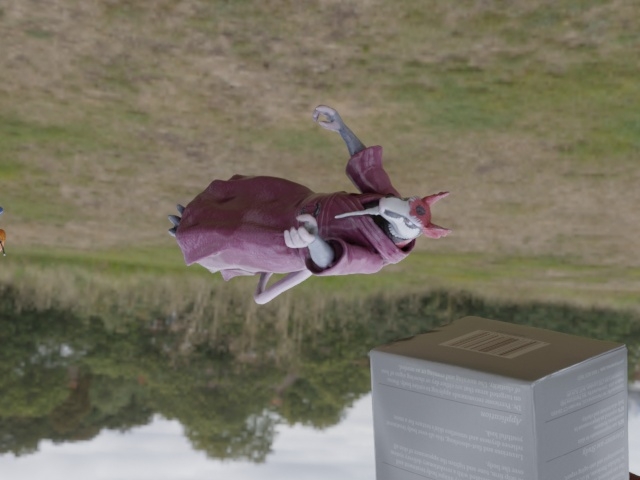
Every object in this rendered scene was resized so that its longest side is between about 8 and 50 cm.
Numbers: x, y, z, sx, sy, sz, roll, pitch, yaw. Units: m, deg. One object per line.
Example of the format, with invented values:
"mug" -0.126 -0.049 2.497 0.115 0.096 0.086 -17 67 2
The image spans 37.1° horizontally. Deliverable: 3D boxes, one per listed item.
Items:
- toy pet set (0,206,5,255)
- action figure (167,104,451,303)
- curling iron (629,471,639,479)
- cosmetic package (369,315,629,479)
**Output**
"toy pet set" -0.254 0.009 0.627 0.122 0.065 0.114 11 134 -44
"action figure" 0.000 0.000 1.208 0.370 0.248 0.275 1 134 32
"curling iron" 0.272 0.200 0.708 0.274 0.035 0.068 27 161 43
"cosmetic package" 0.107 0.177 0.568 0.107 0.238 0.127 -12 -167 -41
